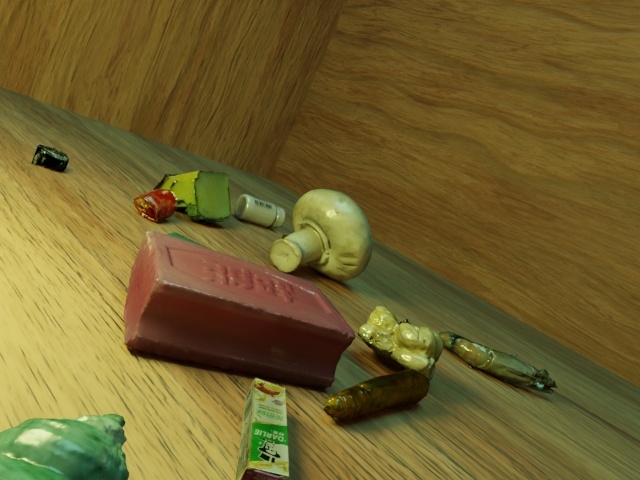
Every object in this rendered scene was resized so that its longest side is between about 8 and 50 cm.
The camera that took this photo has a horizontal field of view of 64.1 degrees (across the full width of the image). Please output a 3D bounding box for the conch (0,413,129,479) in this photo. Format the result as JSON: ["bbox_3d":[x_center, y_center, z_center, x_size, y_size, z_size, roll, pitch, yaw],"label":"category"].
[{"bbox_3d":[-0.213,0.184,0.327,0.196,0.134,0.202,29,11,19],"label":"conch"}]

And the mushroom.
[{"bbox_3d":[0.026,-0.023,1.623,0.315,0.315,0.356,27,-1,16],"label":"mushroom"}]

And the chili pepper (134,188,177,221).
[{"bbox_3d":[-0.463,-0.107,1.485,0.084,0.086,0.192,-2,14,12],"label":"chili pepper"}]

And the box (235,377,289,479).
[{"bbox_3d":[-0.072,0.244,0.648,0.050,0.041,0.207,23,9,-9],"label":"box"}]

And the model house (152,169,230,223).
[{"bbox_3d":[-0.437,-0.138,1.691,0.211,0.170,0.194,-2,6,23],"label":"model house"}]

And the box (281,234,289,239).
[{"bbox_3d":[-0.078,0.016,1.980,0.133,0.023,0.090,30,13,34],"label":"box"}]

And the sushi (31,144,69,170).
[{"bbox_3d":[-0.786,-0.242,1.498,0.083,0.056,0.084,21,11,-21],"label":"sushi"}]

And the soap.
[{"bbox_3d":[-0.146,0.122,0.890,0.360,0.128,0.233,20,11,-28],"label":"soap"}]

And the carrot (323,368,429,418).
[{"bbox_3d":[0.102,0.274,0.897,0.066,0.066,0.314,31,14,35],"label":"carrot"}]

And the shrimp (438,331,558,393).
[{"bbox_3d":[0.515,0.350,1.500,0.360,0.085,0.247,23,2,12],"label":"shrimp"}]

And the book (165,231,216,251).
[{"bbox_3d":[-0.336,0.017,1.322,0.135,0.017,0.103,25,7,-1],"label":"book"}]

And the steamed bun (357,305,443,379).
[{"bbox_3d":[0.190,0.226,1.128,0.177,0.106,0.192,27,-13,36],"label":"steamed bun"}]

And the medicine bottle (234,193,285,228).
[{"bbox_3d":[-0.240,-0.112,2.031,0.187,0.102,0.103,17,12,-38],"label":"medicine bottle"}]
